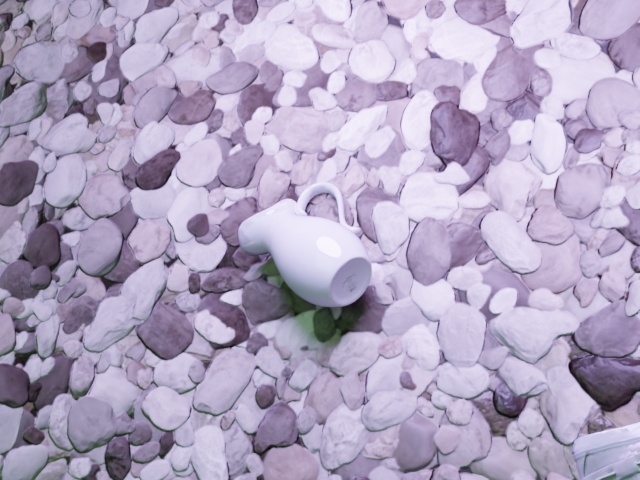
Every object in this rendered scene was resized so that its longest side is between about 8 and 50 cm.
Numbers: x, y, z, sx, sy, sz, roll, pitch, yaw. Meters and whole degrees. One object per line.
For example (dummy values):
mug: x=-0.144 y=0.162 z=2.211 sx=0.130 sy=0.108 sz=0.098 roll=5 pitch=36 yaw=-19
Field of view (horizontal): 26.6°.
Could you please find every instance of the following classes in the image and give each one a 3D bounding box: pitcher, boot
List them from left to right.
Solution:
pitcher: x=0.000 y=0.000 z=2.067 sx=0.178 sy=0.125 sz=0.207 roll=-43 pitch=47 yaw=-14
boot: x=0.462 y=0.291 z=1.758 sx=0.258 sy=0.095 sz=0.123 roll=-20 pitch=69 yaw=26
